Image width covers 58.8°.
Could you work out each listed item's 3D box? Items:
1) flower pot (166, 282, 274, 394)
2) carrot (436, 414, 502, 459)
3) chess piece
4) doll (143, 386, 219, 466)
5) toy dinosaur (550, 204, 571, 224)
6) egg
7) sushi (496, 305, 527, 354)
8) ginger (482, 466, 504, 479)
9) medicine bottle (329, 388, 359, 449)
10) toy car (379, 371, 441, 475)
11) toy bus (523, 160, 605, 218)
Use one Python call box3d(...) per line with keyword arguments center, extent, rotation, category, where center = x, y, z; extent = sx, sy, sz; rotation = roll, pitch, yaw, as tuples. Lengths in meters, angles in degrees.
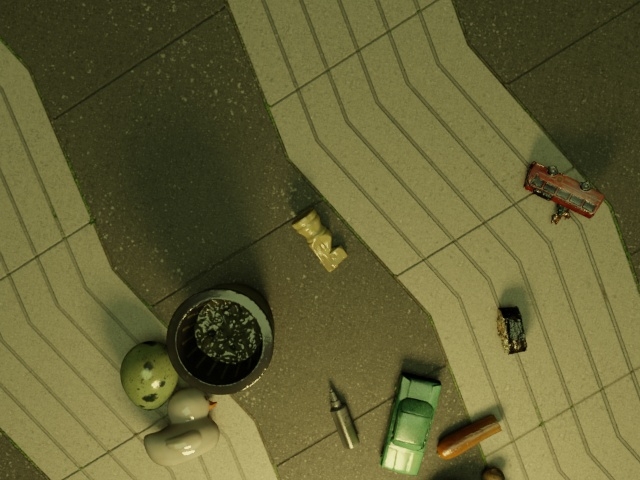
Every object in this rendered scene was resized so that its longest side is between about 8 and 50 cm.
box3d(center=(-0.267, 0.256, 1.682), extent=(0.293, 0.330, 0.294), rotation=(0, 97, 2), category="flower pot")
box3d(center=(0.472, 0.636, 1.832), extent=(0.225, 0.067, 0.067), rotation=(-28, 94, 2), category="carrot")
box3d(center=(0.000, 0.000, 1.787), extent=(0.090, 0.090, 0.200), rotation=(-36, 104, 4), category="chess piece")
box3d(center=(-0.434, 0.577, 1.784), extent=(0.250, 0.221, 0.221), rotation=(-19, 95, -24), category="doll")
box3d(center=(0.772, -0.109, 1.773), extent=(0.055, 0.049, 0.154), rotation=(37, 92, 8), category="toy dinosaur")
box3d(center=(-0.533, 0.426, 1.778), extent=(0.176, 0.177, 0.228), rotation=(5, 105, 1), category="egg")
box3d(center=(0.600, 0.283, 1.789), extent=(0.078, 0.090, 0.151), rotation=(-10, 97, 6), category="sushi")
box3d(center=(0.565, 0.834, 1.840), extent=(0.104, 0.080, 0.204), rotation=(-14, 97, -22), category="ginger")
box3d(center=(0.068, 0.572, 1.837), extent=(0.057, 0.057, 0.199), rotation=(-20, 93, 3), category="medicine bottle")
box3d(center=(0.283, 0.589, 1.814), extent=(0.141, 0.097, 0.321), rotation=(13, 95, 1), category="toy car")
box3d(center=(0.737, -0.156, 1.731), extent=(0.234, 0.073, 0.097), rotation=(28, 86, 16), category="toy bus")
